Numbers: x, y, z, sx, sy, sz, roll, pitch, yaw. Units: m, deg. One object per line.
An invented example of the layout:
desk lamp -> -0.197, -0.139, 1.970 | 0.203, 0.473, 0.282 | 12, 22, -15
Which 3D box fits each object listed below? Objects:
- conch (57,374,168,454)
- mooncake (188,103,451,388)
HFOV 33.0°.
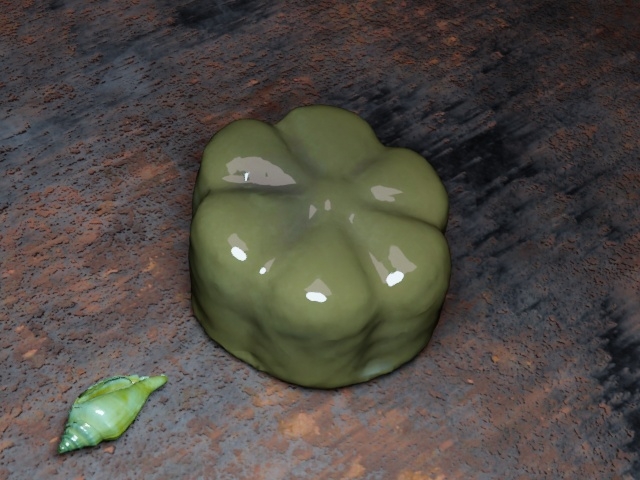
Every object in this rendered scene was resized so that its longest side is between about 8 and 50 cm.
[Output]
conch -> -0.325, 0.254, 1.635 | 0.095, 0.079, 0.201 | 15, 31, 21
mooncake -> 0.000, 0.000, 1.778 | 0.467, 0.262, 0.467 | 6, 48, -6
